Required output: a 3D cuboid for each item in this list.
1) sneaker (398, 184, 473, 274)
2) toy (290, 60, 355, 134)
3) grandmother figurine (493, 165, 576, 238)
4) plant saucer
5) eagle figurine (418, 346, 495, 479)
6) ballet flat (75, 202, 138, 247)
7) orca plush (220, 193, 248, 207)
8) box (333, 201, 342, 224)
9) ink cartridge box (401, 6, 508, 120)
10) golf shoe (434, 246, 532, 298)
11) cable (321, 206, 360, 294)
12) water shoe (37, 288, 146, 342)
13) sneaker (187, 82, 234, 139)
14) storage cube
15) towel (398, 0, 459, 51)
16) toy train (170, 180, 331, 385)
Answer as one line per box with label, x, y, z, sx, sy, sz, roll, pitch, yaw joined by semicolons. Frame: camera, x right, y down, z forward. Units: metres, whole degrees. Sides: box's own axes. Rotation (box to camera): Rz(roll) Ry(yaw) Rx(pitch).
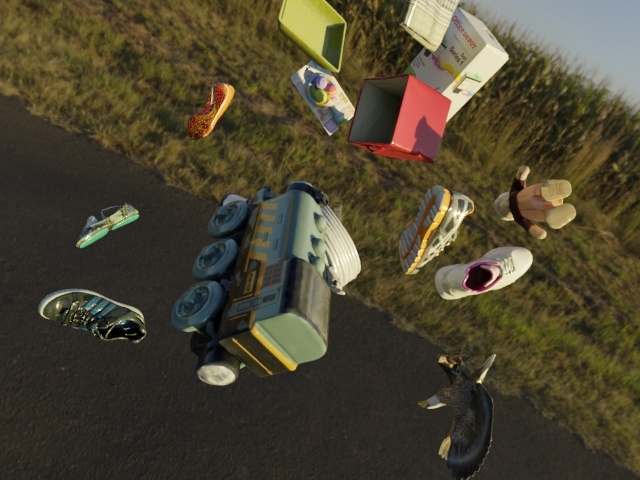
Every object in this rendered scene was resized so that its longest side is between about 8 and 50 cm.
sneaker;0.216;-0.008;0.836;0.083;0.214;0.084;5;47;-17
toy;0.022;-0.501;1.503;0.237;0.137;0.056;53;-13;-24
grandmother figurine;0.584;-0.107;1.238;0.104;0.207;0.342;-2;0;2
plant saucer;-0.026;-0.508;1.033;0.188;0.045;0.188;30;56;-35
eagle figurine;0.381;0.456;1.190;0.226;0.225;0.298;-2;69;-37
ballet flat;-0.587;-0.048;1.180;0.070;0.070;0.188;37;43;12
orca plush;-0.194;-0.044;1.323;0.287;0.151;0.102;24;-7;-32
box;0.046;-0.055;1.130;0.018;0.083;0.067;0;11;8
ink cartridge box;0.400;-0.531;1.351;0.117;0.278;0.201;9;50;-36
golf shoe;0.474;0.090;1.199;0.306;0.140;0.115;-19;89;-15
cable;0.000;0.000;1.104;0.257;0.089;0.257;64;-13;-8
water shoe;-0.437;0.151;0.859;0.203;0.073;0.080;23;9;-45
sneaker;-0.278;-0.325;1.120;0.064;0.175;0.067;46;21;-2
storage cube;0.222;-0.336;1.238;0.193;0.214;0.184;11;5;-39
towel;0.313;-0.650;1.077;0.056;0.312;0.324;28;23;20
toy train;-0.077;0.041;0.622;0.142;0.190;0.333;57;24;-35
